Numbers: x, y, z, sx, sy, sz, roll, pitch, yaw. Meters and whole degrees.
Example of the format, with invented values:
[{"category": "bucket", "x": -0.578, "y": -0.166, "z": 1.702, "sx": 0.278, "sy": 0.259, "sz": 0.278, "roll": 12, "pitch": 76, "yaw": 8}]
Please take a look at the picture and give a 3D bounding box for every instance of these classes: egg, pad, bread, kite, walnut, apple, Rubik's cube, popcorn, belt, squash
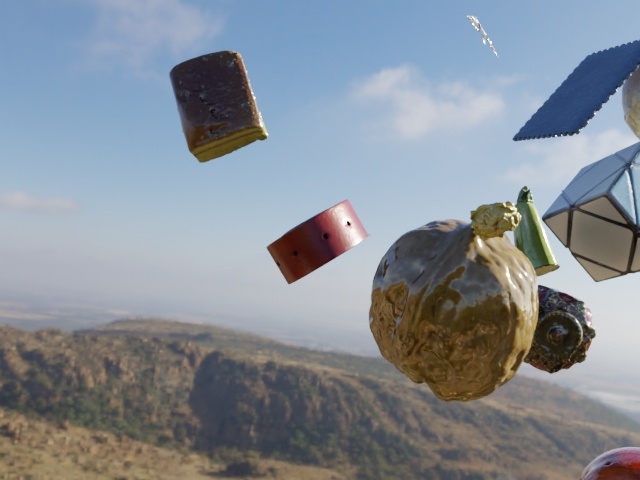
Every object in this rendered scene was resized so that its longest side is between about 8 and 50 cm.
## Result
[{"category": "egg", "x": 0.798, "y": -0.318, "z": 1.646, "sx": 0.203, "sy": 0.245, "sz": 0.203, "roll": -13, "pitch": 21, "yaw": 5}, {"category": "pad", "x": 0.530, "y": -0.301, "z": 1.445, "sx": 0.012, "sy": 0.269, "sz": 0.269, "roll": 44, "pitch": -6, "yaw": -11}, {"category": "bread", "x": -0.242, "y": -0.320, "z": 1.673, "sx": 0.184, "sy": 0.234, "sz": 0.110, "roll": -19, "pitch": -22, "yaw": -1}, {"category": "kite", "x": 0.296, "y": -0.382, "z": 1.314, "sx": 0.004, "sy": 0.090, "sz": 0.122, "roll": -29, "pitch": -50, "yaw": 28}, {"category": "walnut", "x": 0.240, "y": 0.116, "z": 1.308, "sx": 0.305, "sy": 0.344, "sz": 0.306, "roll": 4, "pitch": 32, "yaw": -3}, {"category": "apple", "x": 0.591, "y": 0.463, "z": 1.304, "sx": 0.251, "sy": 0.163, "sz": 0.293, "roll": 18, "pitch": -6, "yaw": 21}, {"category": "Rubik's cube", "x": 0.655, "y": -0.061, "z": 1.566, "sx": 0.205, "sy": 0.205, "sz": 0.207, "roll": 48, "pitch": -26, "yaw": -5}, {"category": "popcorn", "x": 0.287, "y": -0.034, "z": 1.173, "sx": 0.083, "sy": 0.057, "sz": 0.082, "roll": -5, "pitch": -13, "yaw": -21}, {"category": "belt", "x": 0.000, "y": 0.000, "z": 1.723, "sx": 0.227, "sy": 0.115, "sz": 0.324, "roll": -29, "pitch": 1, "yaw": 14}, {"category": "squash", "x": 0.511, "y": -0.026, "z": 1.735, "sx": 0.094, "sy": 0.224, "sz": 0.094, "roll": -7, "pitch": -15, "yaw": -2}]

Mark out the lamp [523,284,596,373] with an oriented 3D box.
[{"category": "lamp", "x": 0.468, "y": 0.179, "z": 1.491, "sx": 0.176, "sy": 0.177, "sz": 0.274, "roll": 6, "pitch": 0, "yaw": 10}]
